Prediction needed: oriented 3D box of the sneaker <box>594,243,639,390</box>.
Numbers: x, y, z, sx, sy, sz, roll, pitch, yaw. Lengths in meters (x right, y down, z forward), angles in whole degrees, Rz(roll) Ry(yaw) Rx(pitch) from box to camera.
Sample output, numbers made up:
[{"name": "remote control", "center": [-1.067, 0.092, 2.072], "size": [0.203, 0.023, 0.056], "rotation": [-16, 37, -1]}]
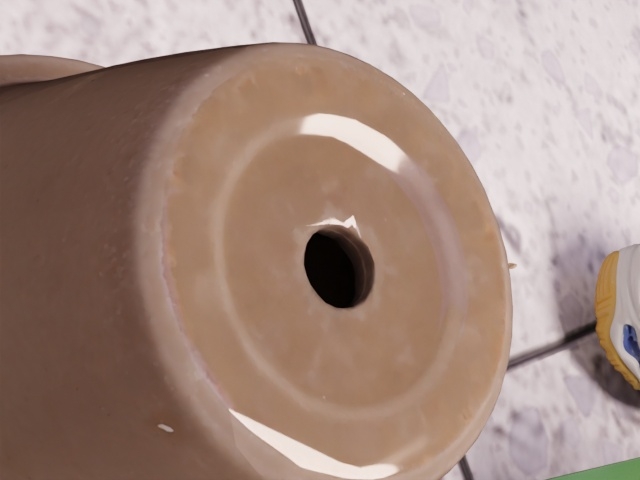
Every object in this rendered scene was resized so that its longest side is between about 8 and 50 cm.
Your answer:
[{"name": "sneaker", "center": [0.303, 0.083, 0.951], "size": [0.296, 0.131, 0.112], "rotation": [29, 52, -33]}]

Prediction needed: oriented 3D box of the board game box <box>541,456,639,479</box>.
[{"name": "board game box", "center": [0.262, 0.146, 0.779], "size": [0.213, 0.317, 0.046], "rotation": [23, 59, -35]}]

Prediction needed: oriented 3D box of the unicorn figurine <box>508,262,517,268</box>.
[{"name": "unicorn figurine", "center": [0.000, 0.000, 0.783], "size": [0.162, 0.060, 0.111], "rotation": [-25, 87, -27]}]

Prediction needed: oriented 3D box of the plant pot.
[{"name": "plant pot", "center": [-0.057, 0.032, 0.566], "size": [0.263, 0.229, 0.263], "rotation": [13, 67, -34]}]
